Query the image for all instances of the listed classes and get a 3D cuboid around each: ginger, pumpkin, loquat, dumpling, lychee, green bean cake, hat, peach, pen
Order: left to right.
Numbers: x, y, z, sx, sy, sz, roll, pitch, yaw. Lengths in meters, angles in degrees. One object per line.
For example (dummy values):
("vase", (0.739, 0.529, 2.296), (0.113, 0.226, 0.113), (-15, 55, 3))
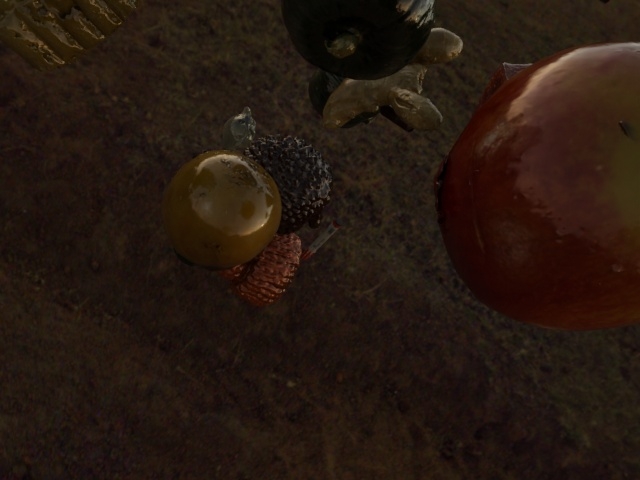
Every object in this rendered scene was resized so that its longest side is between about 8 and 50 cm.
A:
("green bean cake", (-0.402, -0.404, 0.896), (0.131, 0.224, 0.230), (45, 14, -54))
("loquat", (-0.186, -0.057, 1.102), (0.235, 0.235, 0.235), (17, 45, -18))
("hat", (-0.283, 0.031, 1.925), (0.400, 0.285, 0.285), (28, 42, -19))
("dumpling", (-0.264, -0.369, 1.944), (0.108, 0.127, 0.188), (29, 66, -31))
("lychee", (-0.104, -0.168, 1.766), (0.330, 0.306, 0.306), (47, 42, -10))
("pen", (0.000, 0.000, 1.678), (0.028, 0.239, 0.028), (13, 58, -22))
("pumpkin", (0.119, -0.523, 1.952), (0.263, 0.293, 0.197), (56, -2, -6))
("pumpkin", (0.069, -0.431, 1.073), (0.300, 0.300, 0.207), (21, 64, -15))
("ginger", (0.187, -0.440, 1.564), (0.348, 0.122, 0.363), (6, 67, 24))
("peach", (0.325, -0.063, 0.731), (0.370, 0.370, 0.370), (17, 45, -18))

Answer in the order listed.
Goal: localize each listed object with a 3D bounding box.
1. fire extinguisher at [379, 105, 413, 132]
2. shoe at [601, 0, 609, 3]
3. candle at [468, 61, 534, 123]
("fire extinguisher", (0.204, -0.344, 1.583), (0.056, 0.039, 0.132), (-19, 48, -37))
("shoe", (0.626, -0.652, 1.282), (0.149, 0.293, 0.109), (22, 82, 13))
("candle", (0.425, -0.258, 1.320), (0.131, 0.287, 0.317), (2, 19, -8))
